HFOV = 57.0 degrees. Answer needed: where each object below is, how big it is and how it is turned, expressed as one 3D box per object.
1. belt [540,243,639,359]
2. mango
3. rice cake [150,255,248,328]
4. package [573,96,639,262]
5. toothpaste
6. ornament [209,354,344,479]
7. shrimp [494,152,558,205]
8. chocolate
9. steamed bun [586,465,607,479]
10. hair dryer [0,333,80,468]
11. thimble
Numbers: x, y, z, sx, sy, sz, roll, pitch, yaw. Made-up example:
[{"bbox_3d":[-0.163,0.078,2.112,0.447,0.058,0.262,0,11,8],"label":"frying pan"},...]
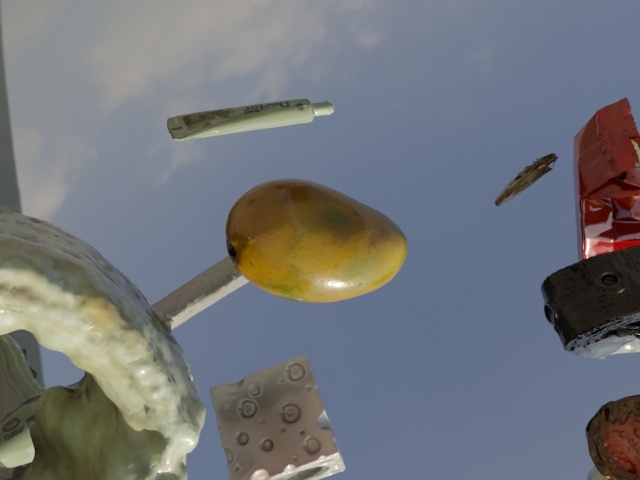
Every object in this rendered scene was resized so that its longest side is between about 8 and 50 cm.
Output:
[{"bbox_3d":[0.511,0.088,0.969,0.289,0.184,0.164,-10,-127,-2],"label":"belt"},{"bbox_3d":[-0.003,0.004,0.522,0.163,0.089,0.111,21,-119,-3],"label":"mango"},{"bbox_3d":[-0.196,0.081,1.078,0.365,0.072,0.056,-33,-108,0],"label":"rice cake"},{"bbox_3d":[0.564,-0.046,1.146,0.123,0.423,0.196,-6,-136,21],"label":"package"},{"bbox_3d":[-0.099,-0.184,0.884,0.256,0.037,0.067,-12,-137,-19],"label":"toothpaste"},{"bbox_3d":[-0.095,0.448,1.388,0.240,0.239,0.239,-19,-120,-4],"label":"ornament"},{"bbox_3d":[0.387,-0.127,1.071,0.178,0.124,0.034,-35,-102,-15],"label":"shrimp"},{"bbox_3d":[0.402,0.252,0.700,0.127,0.124,0.133,-19,-148,-10],"label":"chocolate"},{"bbox_3d":[0.494,0.417,0.822,0.309,0.309,0.309,-20,-133,22],"label":"steamed bun"},{"bbox_3d":[-0.410,0.195,0.926,0.229,0.092,0.267,-13,-112,-14],"label":"hair dryer"},{"bbox_3d":[-0.235,0.126,0.430,0.291,0.291,0.195,-50,-158,-9],"label":"thimble"}]
